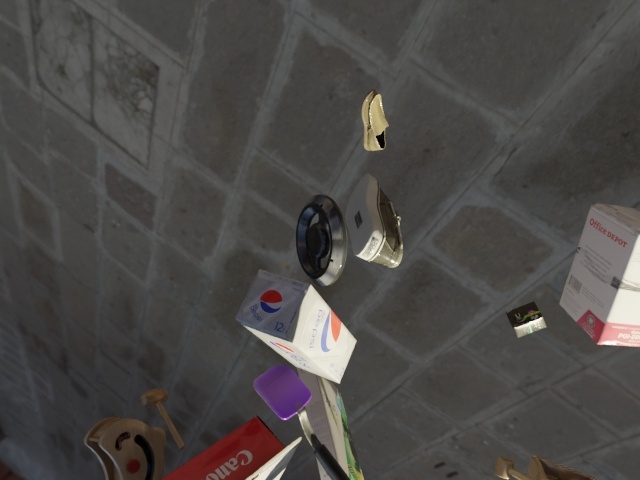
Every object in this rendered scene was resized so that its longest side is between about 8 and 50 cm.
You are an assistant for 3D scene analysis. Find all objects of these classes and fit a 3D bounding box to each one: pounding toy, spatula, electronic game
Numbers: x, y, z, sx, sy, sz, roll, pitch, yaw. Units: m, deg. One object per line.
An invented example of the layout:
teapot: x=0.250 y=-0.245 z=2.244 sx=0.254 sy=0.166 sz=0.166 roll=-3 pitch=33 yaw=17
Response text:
pounding toy: x=-0.396 y=0.456 z=1.130 sx=0.155 sy=0.269 sz=0.154 roll=-12 pitch=163 yaw=39
pounding toy: x=0.436 y=0.501 z=1.037 sx=0.206 sy=0.181 sz=0.094 roll=17 pitch=93 yaw=14
spatula: x=-0.013 y=0.363 z=0.985 sx=0.296 sy=0.084 sz=0.030 roll=57 pitch=143 yaw=2
electronic game: x=0.000 y=0.000 z=1.324 sx=0.229 sy=0.048 sz=0.229 roll=8 pitch=100 yaw=61

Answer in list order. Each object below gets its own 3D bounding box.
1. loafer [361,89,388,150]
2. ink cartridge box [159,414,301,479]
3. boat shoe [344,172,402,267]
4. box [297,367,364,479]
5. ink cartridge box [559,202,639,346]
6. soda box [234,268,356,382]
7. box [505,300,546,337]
loafer: x=0.125 y=-0.264 z=1.181 sx=0.050 sy=0.056 sz=0.148 roll=22 pitch=141 yaw=28
ink cartridge box: x=-0.215 y=0.512 z=1.098 sx=0.130 sy=0.309 sz=0.271 roll=39 pitch=122 yaw=23
boat shoe: x=0.088 y=-0.032 z=0.861 sx=0.070 sy=0.219 sz=0.077 roll=26 pitch=122 yaw=-17
box: x=0.033 y=0.511 z=1.414 sx=0.059 sy=0.322 sz=0.232 roll=-22 pitch=138 yaw=8
ink cartridge box: x=0.537 y=0.059 z=0.967 sx=0.092 sy=0.158 sz=0.217 roll=4 pitch=112 yaw=-4
soda box: x=-0.029 y=0.154 z=0.903 sx=0.098 sy=0.091 sz=0.286 roll=14 pitch=158 yaw=26
box: x=0.570 y=0.220 z=1.476 sx=0.083 sy=0.062 sz=0.052 roll=-25 pitch=127 yaw=12
